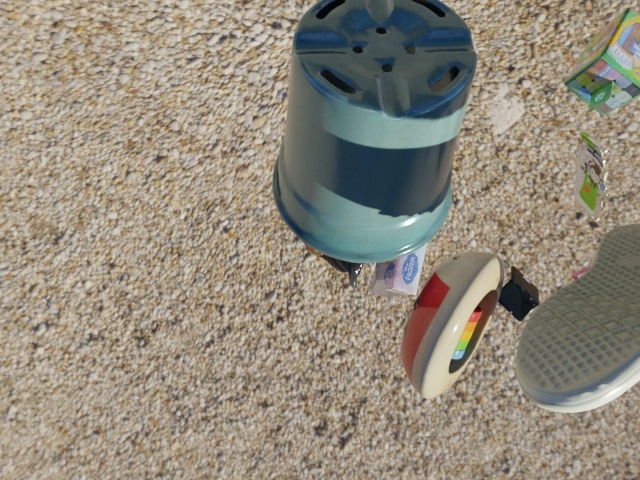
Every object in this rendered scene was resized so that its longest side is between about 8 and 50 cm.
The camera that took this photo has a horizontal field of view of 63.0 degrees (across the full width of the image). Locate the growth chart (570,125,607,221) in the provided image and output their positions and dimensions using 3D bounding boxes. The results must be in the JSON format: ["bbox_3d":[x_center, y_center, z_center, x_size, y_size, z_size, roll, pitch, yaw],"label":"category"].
[{"bbox_3d":[0.770,-0.188,1.494,0.021,0.172,0.238,-11,122,-1],"label":"growth chart"}]

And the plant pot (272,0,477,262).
[{"bbox_3d":[0.081,-0.189,0.845,0.340,0.342,0.334,1,152,-1],"label":"plant pot"}]

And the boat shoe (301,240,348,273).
[{"bbox_3d":[0.000,0.000,1.813,0.104,0.111,0.307,-31,102,30],"label":"boat shoe"}]

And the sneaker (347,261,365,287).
[{"bbox_3d":[0.134,0.071,1.765,0.089,0.051,0.170,-8,85,7],"label":"sneaker"}]

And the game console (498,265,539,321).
[{"bbox_3d":[0.581,0.156,1.548,0.122,0.107,0.071,41,129,-12],"label":"game console"}]

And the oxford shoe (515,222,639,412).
[{"bbox_3d":[0.411,0.109,0.717,0.169,0.449,0.130,4,115,43],"label":"oxford shoe"}]

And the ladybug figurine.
[{"bbox_3d":[0.344,0.223,1.427,0.161,0.305,0.450,29,105,33],"label":"ladybug figurine"}]

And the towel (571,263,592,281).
[{"bbox_3d":[0.721,0.068,1.235,0.144,0.197,0.029,-26,103,-23],"label":"towel"}]

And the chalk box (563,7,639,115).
[{"bbox_3d":[0.671,-0.392,1.206,0.132,0.132,0.213,37,72,-4],"label":"chalk box"}]

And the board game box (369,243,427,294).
[{"bbox_3d":[0.224,-0.009,1.415,0.065,0.319,0.318,15,81,-2],"label":"board game box"}]
